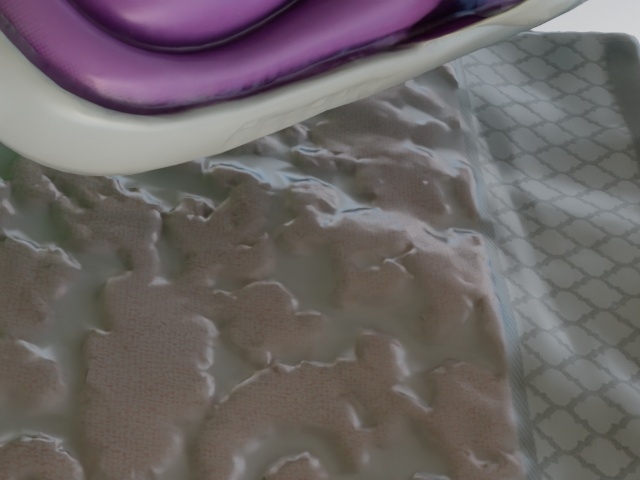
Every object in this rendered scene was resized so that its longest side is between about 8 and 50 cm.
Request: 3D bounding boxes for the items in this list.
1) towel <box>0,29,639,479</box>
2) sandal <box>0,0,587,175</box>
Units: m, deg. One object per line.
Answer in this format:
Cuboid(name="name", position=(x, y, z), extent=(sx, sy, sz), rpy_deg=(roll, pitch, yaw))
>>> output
Cuboid(name="towel", position=(0.000, 0.000, 0.471), extent=(0.317, 0.053, 0.331), rpy_deg=(9, -139, -10))
Cuboid(name="sandal", position=(0.051, -0.145, 0.444), extent=(0.416, 0.169, 0.102), rpy_deg=(-42, -168, -38))
